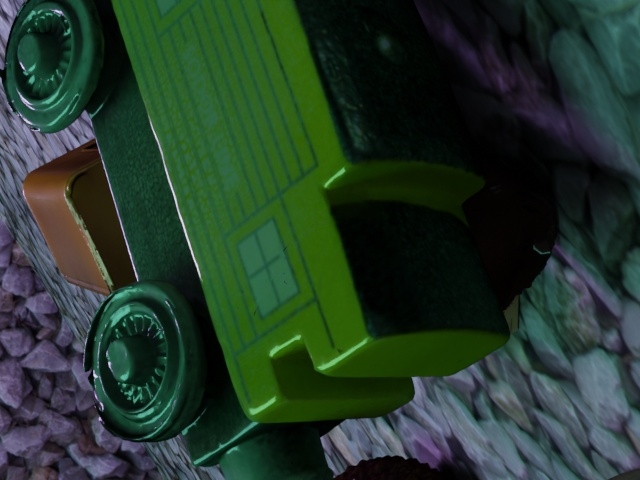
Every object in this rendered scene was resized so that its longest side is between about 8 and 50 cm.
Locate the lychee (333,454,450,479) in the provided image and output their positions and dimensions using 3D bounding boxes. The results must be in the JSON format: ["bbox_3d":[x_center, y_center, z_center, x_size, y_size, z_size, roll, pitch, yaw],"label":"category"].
[{"bbox_3d":[0.079,0.314,1.540,0.188,0.188,0.188,51,162,24],"label":"lychee"}]

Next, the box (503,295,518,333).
[{"bbox_3d":[0.123,0.052,1.141,0.015,0.058,0.093,52,162,33],"label":"box"}]

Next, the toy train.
[{"bbox_3d":[-0.045,-0.057,0.988,0.272,0.179,0.442,-36,63,35],"label":"toy train"}]

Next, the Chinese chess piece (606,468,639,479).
[{"bbox_3d":[0.261,0.273,1.077,0.238,0.092,0.238,51,163,22],"label":"Chinese chess piece"}]

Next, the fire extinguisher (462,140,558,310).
[{"bbox_3d":[0.039,-0.066,1.125,0.337,0.106,0.147,45,-178,42],"label":"fire extinguisher"}]

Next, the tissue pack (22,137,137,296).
[{"bbox_3d":[-0.206,-0.047,1.673,0.145,0.194,0.274,62,162,-11],"label":"tissue pack"}]
